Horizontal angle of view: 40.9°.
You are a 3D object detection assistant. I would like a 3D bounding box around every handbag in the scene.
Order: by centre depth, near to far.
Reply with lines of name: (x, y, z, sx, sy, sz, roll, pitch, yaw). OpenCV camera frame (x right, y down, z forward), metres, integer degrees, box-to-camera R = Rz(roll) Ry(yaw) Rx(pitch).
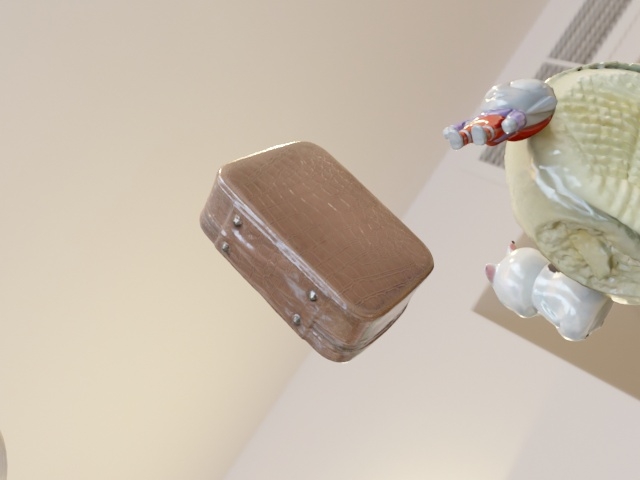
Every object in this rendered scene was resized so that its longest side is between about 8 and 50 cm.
handbag: (0.000, 0.000, 0.762, 0.151, 0.193, 0.072, -32, -22, -44)

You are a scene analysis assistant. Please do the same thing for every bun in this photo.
bun: (0.417, -0.065, 1.180, 0.364, 0.364, 0.202, -27, -21, -27)

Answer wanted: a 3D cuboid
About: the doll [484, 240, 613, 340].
doll: (0.338, 0.076, 1.264, 0.110, 0.180, 0.107, -24, -55, -47)

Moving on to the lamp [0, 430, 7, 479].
lamp: (-0.403, 0.198, 0.755, 0.205, 0.272, 0.374, -43, -75, -20)

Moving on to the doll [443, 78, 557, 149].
doll: (0.231, -0.153, 1.041, 0.227, 0.102, 0.075, -31, -69, -43)
